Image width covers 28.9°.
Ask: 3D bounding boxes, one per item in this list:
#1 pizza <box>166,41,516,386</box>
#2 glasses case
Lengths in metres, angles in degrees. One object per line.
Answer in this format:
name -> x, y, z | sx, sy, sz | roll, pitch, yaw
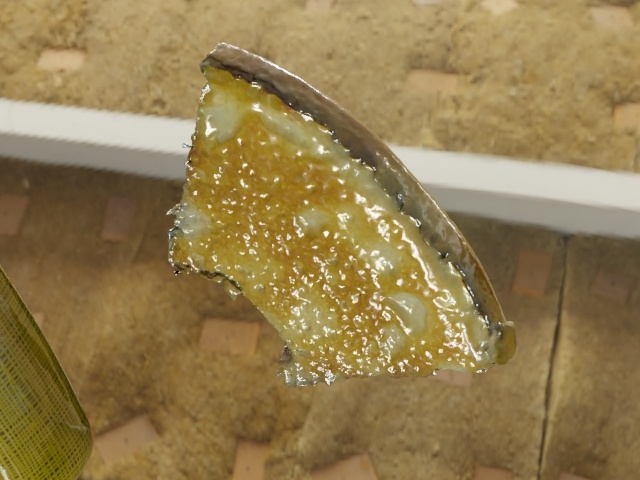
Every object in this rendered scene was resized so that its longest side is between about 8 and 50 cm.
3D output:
pizza -> 0.000, 0.000, 0.975 | 0.323, 0.223, 0.089 | 46, -140, -6
glasses case -> -0.191, 0.039, 0.625 | 0.064, 0.234, 0.079 | -2, -145, 46
